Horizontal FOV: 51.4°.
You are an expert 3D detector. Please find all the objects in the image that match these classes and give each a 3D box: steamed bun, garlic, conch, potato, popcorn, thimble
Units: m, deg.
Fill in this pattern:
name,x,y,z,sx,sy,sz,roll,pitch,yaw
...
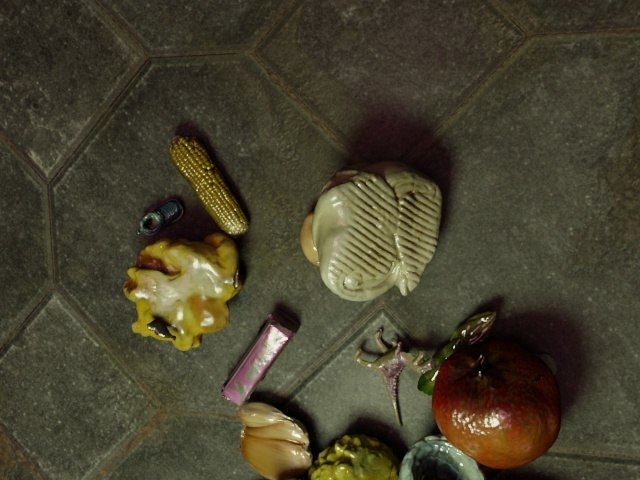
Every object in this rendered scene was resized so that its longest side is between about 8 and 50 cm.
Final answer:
name,x,y,z,sx,sy,sz,roll,pitch,yaw
steamed bun,0.119,-0.033,1.595,0.309,0.219,0.325,-3,103,-22
garlic,-0.111,0.548,1.801,0.227,0.110,0.217,14,113,24
conch,0.535,0.317,1.615,0.076,0.056,0.085,-1,96,29
potato,-0.001,-0.003,1.697,0.112,0.112,0.147,-7,89,16
popcorn,-0.352,0.135,1.747,0.315,0.281,0.298,-8,94,-18
popcorn,0.086,0.613,1.688,0.225,0.249,0.249,-25,90,51
thimble,0.285,0.590,1.555,0.204,0.250,0.172,-3,135,-6

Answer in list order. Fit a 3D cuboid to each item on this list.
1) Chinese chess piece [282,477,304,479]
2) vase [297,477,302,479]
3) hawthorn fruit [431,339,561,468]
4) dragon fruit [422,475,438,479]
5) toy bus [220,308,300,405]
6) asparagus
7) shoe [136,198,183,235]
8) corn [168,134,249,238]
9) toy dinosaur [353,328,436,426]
name,x,y,z,sx,sy,sz,roll,pitch,yaw
Chinese chess piece,-0.053,0.734,1.656,0.112,0.270,0.270,-18,92,-4
vase,-0.123,0.713,1.826,0.182,0.120,0.120,-35,87,1
hawthorn fruit,0.416,0.402,1.548,0.284,0.285,0.369,-11,136,17
dragon fruit,0.304,0.691,1.676,0.172,0.160,0.167,37,147,12
toy bus,-0.168,0.318,1.785,0.090,0.112,0.274,34,105,1
asparagus,0.341,0.270,1.649,0.080,0.080,0.287,39,118,8
shoe,-0.442,-0.064,1.829,0.142,0.071,0.064,-31,89,12
corn,-0.298,-0.148,1.770,0.097,0.097,0.320,-34,89,17
toy dinosaur,0.180,0.341,1.700,0.199,0.072,0.251,40,119,20
